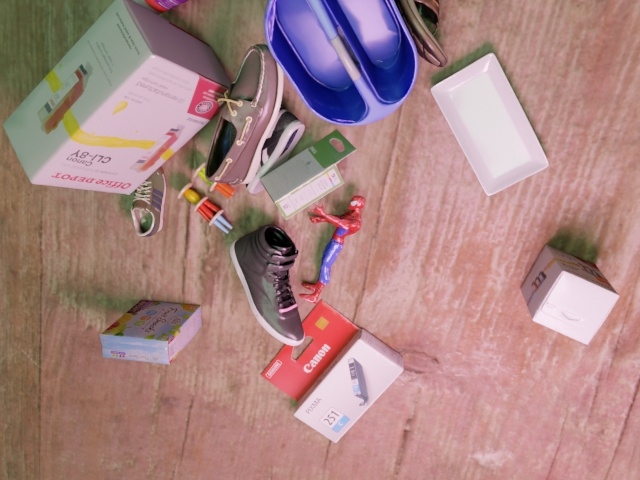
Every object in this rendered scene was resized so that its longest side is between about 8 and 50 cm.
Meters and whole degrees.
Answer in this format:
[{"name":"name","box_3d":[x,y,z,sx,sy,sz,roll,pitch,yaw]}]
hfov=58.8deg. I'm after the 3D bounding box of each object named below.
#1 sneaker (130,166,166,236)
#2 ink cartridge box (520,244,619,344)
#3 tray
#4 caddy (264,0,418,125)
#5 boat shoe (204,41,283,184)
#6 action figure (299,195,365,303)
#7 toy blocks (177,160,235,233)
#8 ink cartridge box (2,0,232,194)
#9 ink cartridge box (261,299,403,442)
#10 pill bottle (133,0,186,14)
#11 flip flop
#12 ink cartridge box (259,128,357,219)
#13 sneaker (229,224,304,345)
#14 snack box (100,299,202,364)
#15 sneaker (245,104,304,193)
[{"name":"sneaker","box_3d":[-0.420,-0.097,1.374,0.064,0.086,0.192,7,109,8]},{"name":"ink cartridge box","box_3d":[0.527,0.111,1.219,0.128,0.176,0.127,23,111,2]},{"name":"tray","box_3d":[0.360,-0.243,1.209,0.145,0.030,0.270,-28,101,17]},{"name":"caddy","box_3d":[0.041,-0.382,1.090,0.241,0.179,0.341,-26,128,17]},{"name":"boat shoe","box_3d":[-0.167,-0.257,1.189,0.116,0.097,0.324,51,134,33]},{"name":"action figure","box_3d":[0.000,0.000,1.324,0.139,0.091,0.280,28,112,-10]},{"name":"toy blocks","box_3d":[-0.251,-0.099,1.359,0.148,0.054,0.123,41,111,-5]},{"name":"ink cartridge box","box_3d":[-0.412,-0.275,1.194,0.385,0.279,0.160,-36,74,20]},{"name":"ink cartridge box","box_3d":[0.021,0.339,1.451,0.261,0.066,0.296,35,111,-4]},{"name":"pill bottle","box_3d":[-0.247,-0.592,1.123,0.323,0.181,0.181,-18,104,16]},{"name":"flip flop","box_3d":[0.189,-0.477,1.132,0.080,0.112,0.277,-29,96,3]},{"name":"ink cartridge box","box_3d":[-0.019,-0.146,1.251,0.209,0.109,0.062,-33,132,-1]},{"name":"sneaker","box_3d":[-0.097,0.095,1.316,0.147,0.105,0.295,-39,75,40]},{"name":"snack box","box_3d":[-0.414,0.224,1.417,0.175,0.207,0.070,4,109,10]},{"name":"sneaker","box_3d":[-0.130,-0.220,1.294,0.121,0.079,0.217,47,122,14]}]
